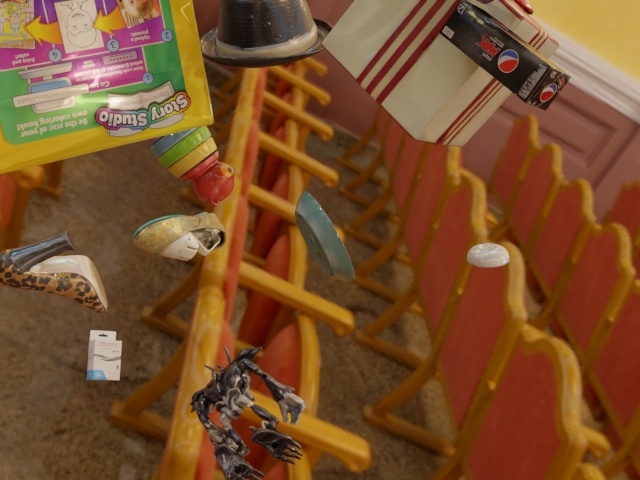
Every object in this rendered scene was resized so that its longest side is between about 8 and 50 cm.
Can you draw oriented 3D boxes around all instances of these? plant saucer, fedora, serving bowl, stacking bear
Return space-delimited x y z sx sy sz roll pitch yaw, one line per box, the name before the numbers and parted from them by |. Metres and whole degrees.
plant saucer | 0.000 0.000 0.937 0.119 0.021 0.119 58 -10 16
fedora | -0.119 -0.489 1.723 0.334 0.153 0.334 -2 32 1
serving bowl | 0.329 0.024 1.582 0.083 0.027 0.083 -4 21 2
stacking bear | -0.328 -0.223 2.057 0.289 0.164 0.175 54 26 -9

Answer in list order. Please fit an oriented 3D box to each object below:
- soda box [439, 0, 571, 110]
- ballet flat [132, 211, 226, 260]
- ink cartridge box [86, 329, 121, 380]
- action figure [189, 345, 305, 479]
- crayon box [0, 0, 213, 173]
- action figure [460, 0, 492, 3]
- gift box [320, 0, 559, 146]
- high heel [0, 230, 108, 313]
soda box | 0.231 -0.235 1.016 0.060 0.053 0.169 5 37 -48
ballet flat | -0.335 -0.004 2.022 0.123 0.123 0.348 37 16 12
ink cartridge box | -0.362 0.192 1.350 0.048 0.028 0.083 8 76 -36
action figure | -0.119 0.280 1.282 0.141 0.164 0.276 51 2 -26
crayon box | -0.366 -0.292 1.207 0.363 0.313 0.106 -18 23 -26
action figure | 0.303 -0.411 0.883 0.275 0.248 0.370 3 -7 -45
gift box | 0.176 -0.323 1.208 0.276 0.258 0.255 48 22 12
high heel | -0.559 0.095 1.663 0.186 0.261 0.093 -21 49 -4
